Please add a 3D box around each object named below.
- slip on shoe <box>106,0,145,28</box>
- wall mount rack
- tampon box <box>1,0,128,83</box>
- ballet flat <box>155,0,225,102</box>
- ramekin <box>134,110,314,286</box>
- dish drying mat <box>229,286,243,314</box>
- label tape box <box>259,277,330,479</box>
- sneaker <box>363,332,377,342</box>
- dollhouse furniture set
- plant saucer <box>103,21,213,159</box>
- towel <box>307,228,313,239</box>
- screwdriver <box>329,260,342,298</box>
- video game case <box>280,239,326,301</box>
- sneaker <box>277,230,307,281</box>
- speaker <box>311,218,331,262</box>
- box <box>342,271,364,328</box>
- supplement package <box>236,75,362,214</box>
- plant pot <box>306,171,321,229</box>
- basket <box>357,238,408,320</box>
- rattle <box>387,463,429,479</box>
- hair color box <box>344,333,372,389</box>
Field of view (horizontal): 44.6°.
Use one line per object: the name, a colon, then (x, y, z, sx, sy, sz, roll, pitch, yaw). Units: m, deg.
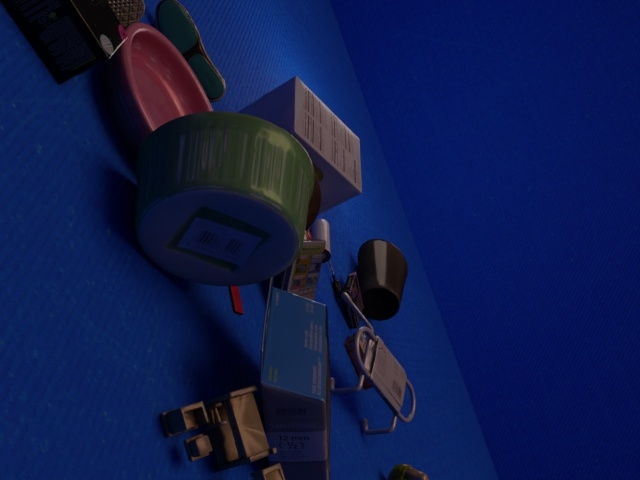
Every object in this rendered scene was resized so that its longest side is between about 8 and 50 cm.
slip on shoe: (-0.431, -0.489, 1.339, 0.101, 0.123, 0.331, 50, 6, 30)
wall mount rack: (0.128, 0.306, 1.982, 0.350, 0.130, 0.304, 55, 36, -38)
tampon box: (-0.402, -0.355, 1.239, 0.161, 0.101, 0.120, 60, 18, -27)
ballet flat: (-0.297, -0.423, 1.752, 0.086, 0.086, 0.248, -77, 143, -64)
ramekin: (-0.161, -0.054, 1.291, 0.303, 0.303, 0.148, 51, 30, -46)
dish drying mat: (-0.170, 0.108, 1.557, 0.032, 0.008, 0.083, 37, 35, -60)
label tape box: (-0.038, 0.241, 1.390, 0.249, 0.115, 0.347, -88, 179, -55)
sneaker: (0.154, 0.320, 2.246, 0.152, 0.058, 0.084, 53, 29, -25)
dollhouse furniture set: (-0.160, 0.337, 1.196, 0.161, 0.101, 0.182, -6, 73, -48)
plant saucer: (-0.298, -0.240, 1.466, 0.332, 0.084, 0.332, 59, 18, -32)
towel: (-0.099, -0.108, 2.034, 0.237, 0.037, 0.329, 32, 39, -63)
screwdriver: (0.030, 0.086, 2.229, 0.024, 0.025, 0.170, 25, 41, -67)
video game case: (-0.045, 0.093, 1.782, 0.212, 0.023, 0.193, 0, 103, -73)
sneaker: (-0.103, -0.029, 1.837, 0.094, 0.153, 0.235, -101, -153, -87)
speaker: (0.000, 0.000, 2.178, 0.055, 0.055, 0.136, 57, 19, -34)
box: (0.095, 0.172, 2.265, 0.162, 0.029, 0.116, -65, 144, -71)
supplement package: (-0.055, -0.215, 1.912, 0.263, 0.199, 0.198, 39, 37, -38)
plant pot: (-0.141, -0.067, 1.579, 0.215, 0.215, 0.230, 65, 30, -10)
basket: (0.192, 0.137, 2.467, 0.204, 0.154, 0.227, 58, 22, -25)
rattle: (0.213, 0.674, 1.957, 0.143, 0.130, 0.199, -61, 154, -57)
hair color box: (0.118, 0.329, 2.144, 0.141, 0.043, 0.072, 67, 16, -7)
